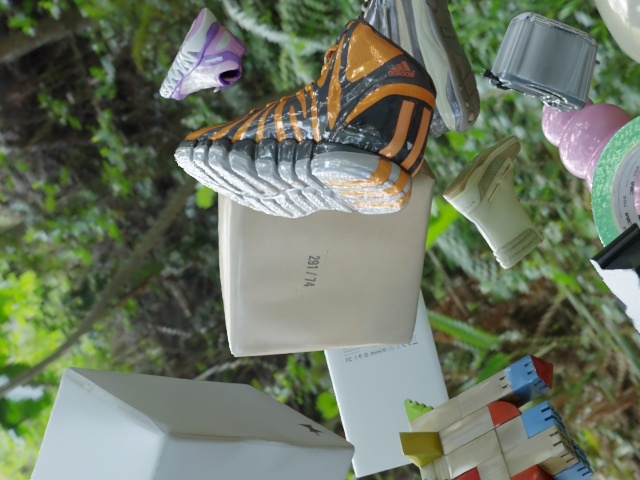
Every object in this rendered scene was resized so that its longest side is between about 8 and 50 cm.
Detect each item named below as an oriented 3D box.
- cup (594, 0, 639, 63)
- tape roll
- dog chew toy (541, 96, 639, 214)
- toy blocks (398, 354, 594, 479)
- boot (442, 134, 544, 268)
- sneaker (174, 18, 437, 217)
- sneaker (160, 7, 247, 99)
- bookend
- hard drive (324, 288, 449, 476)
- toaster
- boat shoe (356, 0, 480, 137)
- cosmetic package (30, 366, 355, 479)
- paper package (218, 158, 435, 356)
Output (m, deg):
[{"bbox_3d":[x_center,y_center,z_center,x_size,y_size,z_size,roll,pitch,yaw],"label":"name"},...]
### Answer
[{"bbox_3d":[0.475,-0.348,1.438,0.331,0.331,0.237,53,161,28],"label":"cup"},{"bbox_3d":[0.633,-0.073,1.990,0.321,0.077,0.321,8,102,44],"label":"tape roll"},{"bbox_3d":[0.624,-0.207,2.497,0.332,0.206,0.207,45,164,26],"label":"dog chew toy"},{"bbox_3d":[0.297,0.358,1.780,0.191,0.260,0.381,43,-156,-37],"label":"toy blocks"},{"bbox_3d":[0.367,-0.078,2.229,0.203,0.262,0.095,51,132,-5],"label":"boot"},{"bbox_3d":[-0.006,-0.126,1.176,0.321,0.180,0.124,6,157,41],"label":"sneaker"},{"bbox_3d":[-0.181,-0.273,1.800,0.104,0.095,0.236,26,158,-13],"label":"sneaker"},{"bbox_3d":[0.391,0.061,1.211,0.157,0.072,0.156,55,166,-7],"label":"bookend"},{"bbox_3d":[0.126,0.263,2.115,0.040,0.203,0.308,157,99,-84],"label":"hard drive"},{"bbox_3d":[0.434,-0.352,2.229,0.226,0.147,0.129,18,179,-9],"label":"toaster"},{"bbox_3d":[0.110,-0.309,1.575,0.132,0.130,0.356,1,-107,-66],"label":"boat shoe"},{"bbox_3d":[-0.161,0.357,1.003,0.161,0.454,0.230,22,-175,43],"label":"cosmetic package"},{"bbox_3d":[0.000,0.000,1.738,0.168,0.309,0.325,-104,15,-52],"label":"paper package"}]
